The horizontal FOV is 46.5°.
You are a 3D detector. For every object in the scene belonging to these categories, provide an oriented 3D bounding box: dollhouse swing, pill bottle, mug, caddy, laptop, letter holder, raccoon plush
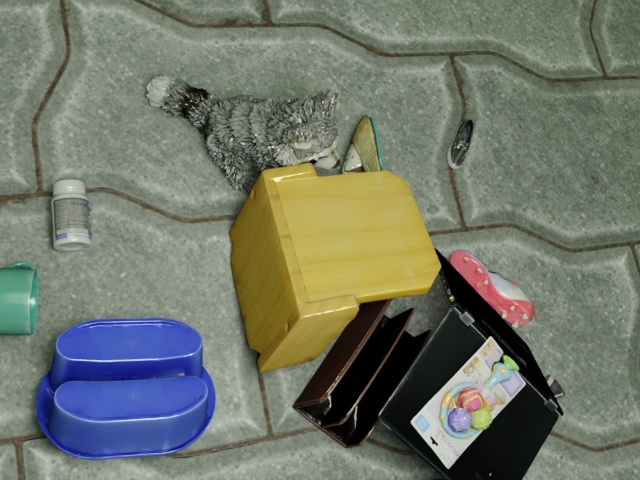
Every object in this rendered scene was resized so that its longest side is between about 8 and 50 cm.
[{"bbox_3d":[0.020,0.050,1.560,0.304,0.315,0.347,1,54,-29],"label":"dollhouse swing"},{"bbox_3d":[-0.517,-0.052,1.545,0.078,0.078,0.137,-3,74,-19],"label":"pill bottle"},{"bbox_3d":[-0.605,0.115,1.447,0.097,0.158,0.130,2,97,-15],"label":"mug"},{"bbox_3d":[-0.367,0.289,1.436,0.341,0.179,0.241,1,51,-17],"label":"caddy"},{"bbox_3d":[0.306,0.292,1.600,0.236,0.408,0.382,-39,112,15],"label":"laptop"},{"bbox_3d":[0.108,0.264,1.574,0.152,0.214,0.302,38,65,-3],"label":"letter holder"},{"bbox_3d":[-0.166,-0.259,1.605,0.446,0.299,0.216,19,69,-11],"label":"raccoon plush"}]

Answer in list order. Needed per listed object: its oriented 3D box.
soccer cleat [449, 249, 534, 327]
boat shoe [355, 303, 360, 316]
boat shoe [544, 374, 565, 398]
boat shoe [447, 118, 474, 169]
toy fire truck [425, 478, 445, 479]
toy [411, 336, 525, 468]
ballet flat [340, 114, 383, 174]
[{"bbox_3d":[0.416,0.108,1.810,0.248,0.083,0.095,41,36,3],"label":"soccer cleat"},{"bbox_3d":[0.054,0.035,1.658,0.089,0.104,0.285,9,88,-16],"label":"boat shoe"},{"bbox_3d":[0.505,0.405,1.737,0.065,0.075,0.206,43,61,2],"label":"boat shoe"},{"bbox_3d":[0.362,-0.250,1.916,0.049,0.040,0.142,22,67,-10],"label":"boat shoe"},{"bbox_3d":[0.272,0.596,1.504,0.158,0.246,0.217,3,72,-18],"label":"toy fire truck"},{"bbox_3d":[0.301,0.317,1.444,0.237,0.056,0.137,-44,108,-18],"label":"toy"},{"bbox_3d":[0.109,-0.132,1.763,0.123,0.123,0.349,-9,76,-20],"label":"ballet flat"}]
